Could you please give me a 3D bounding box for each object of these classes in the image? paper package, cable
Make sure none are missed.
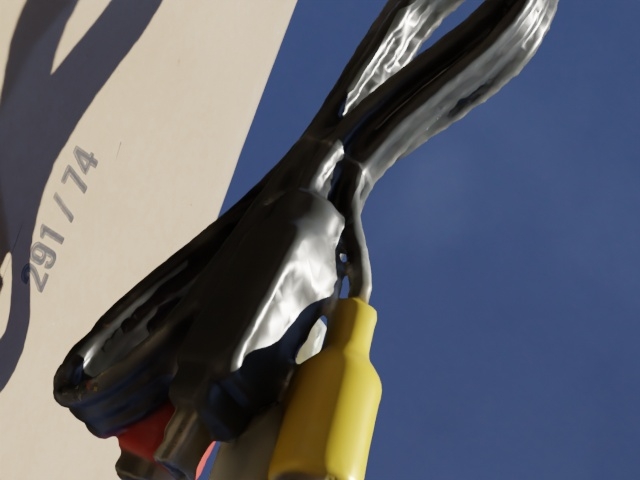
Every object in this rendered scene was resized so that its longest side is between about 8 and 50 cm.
[{"bbox_3d":[-0.179,-0.039,0.610,0.168,0.309,0.325,16,-98,27],"label":"paper package"},{"bbox_3d":[0.000,0.000,0.588,0.139,0.072,0.287,2,-130,43],"label":"cable"}]
